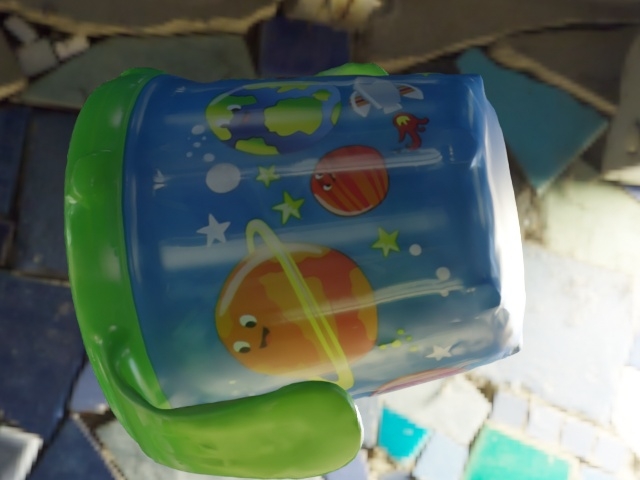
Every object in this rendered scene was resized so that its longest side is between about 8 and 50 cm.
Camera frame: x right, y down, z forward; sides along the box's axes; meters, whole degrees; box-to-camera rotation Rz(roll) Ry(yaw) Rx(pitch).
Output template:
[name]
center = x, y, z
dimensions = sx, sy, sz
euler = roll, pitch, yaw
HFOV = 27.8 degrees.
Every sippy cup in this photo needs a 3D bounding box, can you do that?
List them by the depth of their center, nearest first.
[sippy cup]
center = 0.000, 0.000, 0.763
dimensions = 0.224, 0.305, 0.240
euler = -9, -21, 13
